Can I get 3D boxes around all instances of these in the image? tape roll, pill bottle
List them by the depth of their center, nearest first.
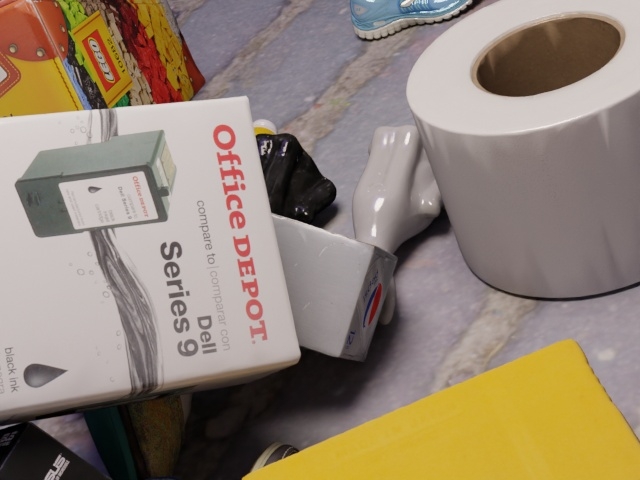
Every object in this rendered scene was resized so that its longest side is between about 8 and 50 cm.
[{"bbox_3d":[0.211,-0.090,1.310,0.246,0.169,0.246,-15,32,10],"label":"tape roll"},{"bbox_3d":[-0.065,-0.091,1.603,0.043,0.043,0.083,-12,33,16],"label":"pill bottle"}]

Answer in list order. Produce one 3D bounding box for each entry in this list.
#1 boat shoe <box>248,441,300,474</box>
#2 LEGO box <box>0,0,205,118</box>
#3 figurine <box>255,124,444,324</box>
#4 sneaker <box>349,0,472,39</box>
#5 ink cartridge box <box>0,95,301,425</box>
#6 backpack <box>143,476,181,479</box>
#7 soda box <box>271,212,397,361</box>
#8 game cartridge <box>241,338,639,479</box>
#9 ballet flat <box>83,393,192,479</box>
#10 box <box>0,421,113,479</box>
[{"bbox_3d":[-0.034,0.212,1.121,0.049,0.056,0.152,-1,47,23],"label":"boat shoe"},{"bbox_3d":[-0.412,-0.115,1.593,0.500,0.193,0.372,-19,16,16],"label":"LEGO box"},{"bbox_3d":[0.000,0.000,1.400,0.215,0.092,0.209,-2,45,29],"label":"figurine"},{"bbox_3d":[0.107,-0.284,1.761,0.162,0.073,0.063,-19,31,6],"label":"sneaker"},{"bbox_3d":[-0.180,0.017,1.127,0.289,0.211,0.121,-8,-9,-23],"label":"ink cartridge box"},{"bbox_3d":[-0.132,0.224,1.127,0.105,0.084,0.114,-16,32,9],"label":"backpack"},{"bbox_3d":[-0.089,0.013,1.289,0.286,0.091,0.098,17,88,16],"label":"soda box"},{"bbox_3d":[0.096,0.227,0.973,0.285,0.053,0.324,-23,38,-1],"label":"game cartridge"},{"bbox_3d":[-0.169,0.100,1.323,0.123,0.123,0.348,-31,33,-14],"label":"ballet flat"},{"bbox_3d":[-0.245,0.218,1.116,0.147,0.077,0.180,-59,17,-24],"label":"box"}]
